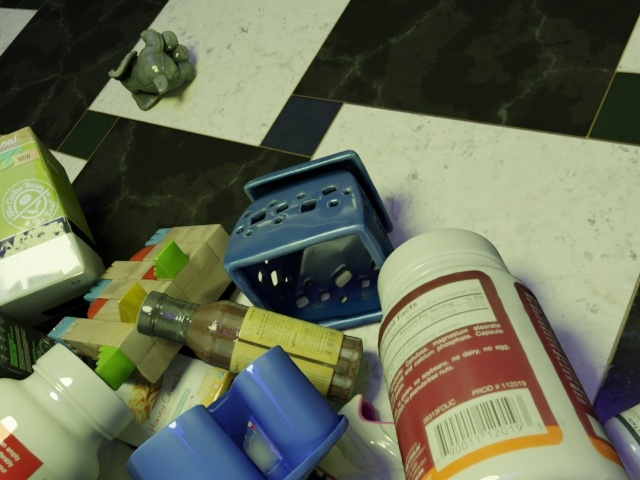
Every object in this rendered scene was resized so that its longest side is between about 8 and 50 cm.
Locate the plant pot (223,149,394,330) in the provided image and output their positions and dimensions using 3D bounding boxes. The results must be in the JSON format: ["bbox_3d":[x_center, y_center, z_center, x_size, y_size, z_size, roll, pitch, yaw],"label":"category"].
[{"bbox_3d":[0.000,0.000,1.007,0.236,0.236,0.212,-15,48,18],"label":"plant pot"}]

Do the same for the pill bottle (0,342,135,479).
[{"bbox_3d":[-0.483,0.355,0.889,0.229,0.229,0.407,24,59,36],"label":"pill bottle"}]

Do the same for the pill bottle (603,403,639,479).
[{"bbox_3d":[0.402,0.245,0.721,0.180,0.108,0.108,-30,52,7],"label":"pill bottle"}]

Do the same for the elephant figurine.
[{"bbox_3d":[-0.456,-0.424,1.571,0.240,0.186,0.169,-17,97,29],"label":"elephant figurine"}]

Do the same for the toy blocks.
[{"bbox_3d":[-0.323,0.105,1.133,0.261,0.190,0.381,-2,42,41],"label":"toy blocks"}]

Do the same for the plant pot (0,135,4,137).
[{"bbox_3d":[-0.784,-0.077,1.446,0.290,0.290,0.195,-42,82,-3],"label":"plant pot"}]

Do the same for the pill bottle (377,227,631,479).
[{"bbox_3d":[0.192,0.175,0.758,0.224,0.224,0.392,-23,37,12],"label":"pill bottle"}]

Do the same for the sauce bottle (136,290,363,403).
[{"bbox_3d":[-0.109,0.155,0.948,0.345,0.111,0.111,17,66,3],"label":"sauce bottle"}]

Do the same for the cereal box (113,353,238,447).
[{"bbox_3d":[-0.276,0.284,1.077,0.240,0.047,0.173,8,63,30],"label":"cereal box"}]

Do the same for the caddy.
[{"bbox_3d":[-0.101,0.282,0.773,0.241,0.341,0.179,-34,81,-30],"label":"caddy"}]

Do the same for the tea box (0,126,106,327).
[{"bbox_3d":[-0.644,0.008,1.208,0.329,0.220,0.323,-25,77,-11],"label":"tea box"}]

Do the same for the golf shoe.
[{"bbox_3d":[0.123,0.313,0.820,0.306,0.115,0.140,21,68,34],"label":"golf shoe"}]

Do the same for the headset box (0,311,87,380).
[{"bbox_3d":[-0.610,0.269,1.106,0.246,0.283,0.131,-34,51,3],"label":"headset box"}]
